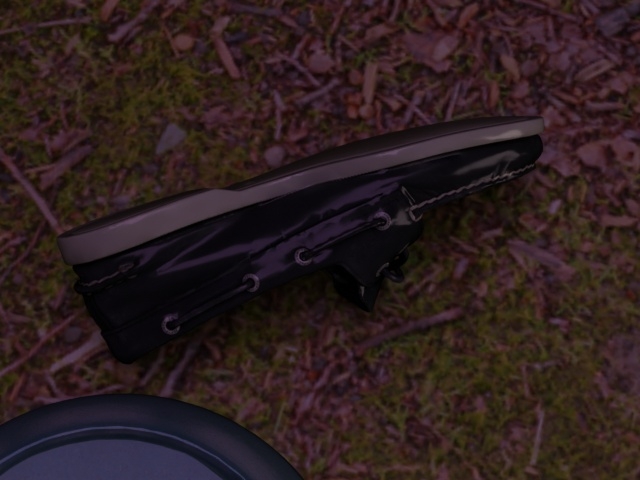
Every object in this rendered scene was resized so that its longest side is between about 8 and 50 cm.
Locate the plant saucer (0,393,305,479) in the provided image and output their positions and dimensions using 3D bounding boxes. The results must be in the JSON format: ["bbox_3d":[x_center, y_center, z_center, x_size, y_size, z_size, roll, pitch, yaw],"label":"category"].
[{"bbox_3d":[-0.135,0.242,1.142,0.317,0.044,0.318,0,66,1],"label":"plant saucer"}]

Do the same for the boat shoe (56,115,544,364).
[{"bbox_3d":[0.000,0.000,1.214,0.340,0.127,0.113,-17,97,-15],"label":"boat shoe"}]
